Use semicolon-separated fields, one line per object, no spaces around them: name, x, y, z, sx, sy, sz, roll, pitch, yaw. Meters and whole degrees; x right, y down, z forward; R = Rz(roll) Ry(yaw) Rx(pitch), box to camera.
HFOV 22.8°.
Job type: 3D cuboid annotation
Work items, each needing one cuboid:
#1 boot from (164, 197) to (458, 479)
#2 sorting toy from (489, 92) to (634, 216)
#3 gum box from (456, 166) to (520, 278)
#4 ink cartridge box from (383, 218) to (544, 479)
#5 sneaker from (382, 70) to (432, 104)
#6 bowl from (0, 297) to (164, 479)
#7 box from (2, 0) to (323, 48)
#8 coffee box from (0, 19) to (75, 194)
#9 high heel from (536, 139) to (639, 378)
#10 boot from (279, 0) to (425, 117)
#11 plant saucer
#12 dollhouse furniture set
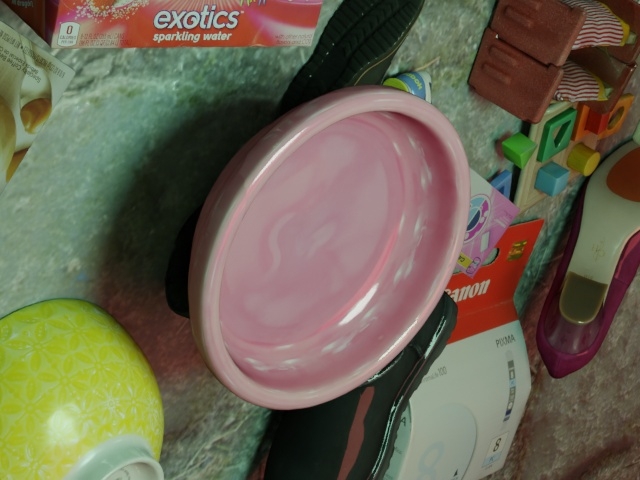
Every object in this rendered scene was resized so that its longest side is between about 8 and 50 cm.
boot;-0.031;0.126;1.737;0.367;0.146;0.445;-64;152;-8
sorting toy;0.335;-0.125;2.119;0.347;0.047;0.196;-31;147;-38
gum box;0.160;-0.035;1.935;0.107;0.062;0.188;-56;143;2
ink cartridge box;0.197;0.175;2.161;0.308;0.091;0.385;-13;127;-50
sneaker;0.103;-0.130;1.805;0.059;0.053;0.144;-36;143;-36
bowl;-0.243;0.217;1.507;0.289;0.156;0.289;-36;142;-34
box;-0.122;-0.235;1.275;0.257;0.122;0.128;-5;123;-38
coffee box;-0.317;-0.067;1.212;0.246;0.098;0.141;-59;149;-1
high heel;0.408;0.020;2.303;0.377;0.127;0.181;-54;165;-29
boot;0.049;-0.177;1.681;0.198;0.077;0.137;-47;154;5
plant saucer;0.000;0.000;1.518;0.332;0.084;0.332;-24;130;-32
dollhouse furniture set;0.388;-0.173;1.870;0.201;0.374;0.152;-13;131;-52
